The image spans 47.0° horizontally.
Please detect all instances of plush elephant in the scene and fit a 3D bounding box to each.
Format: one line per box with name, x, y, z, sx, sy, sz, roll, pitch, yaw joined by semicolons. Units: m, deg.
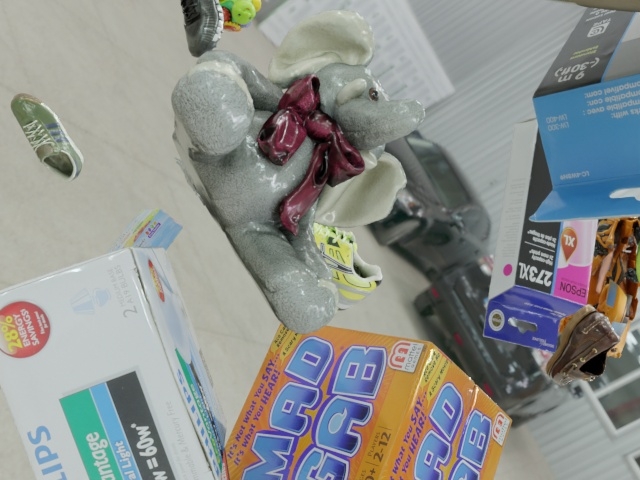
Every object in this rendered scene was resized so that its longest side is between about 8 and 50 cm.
plush elephant;-0.009;-0.103;0.786;0.272;0.255;0.330;65;-12;-20

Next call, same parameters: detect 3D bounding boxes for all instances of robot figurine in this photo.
robot figurine;0.542;0.062;1.404;0.211;0.085;0.291;-134;-129;-74

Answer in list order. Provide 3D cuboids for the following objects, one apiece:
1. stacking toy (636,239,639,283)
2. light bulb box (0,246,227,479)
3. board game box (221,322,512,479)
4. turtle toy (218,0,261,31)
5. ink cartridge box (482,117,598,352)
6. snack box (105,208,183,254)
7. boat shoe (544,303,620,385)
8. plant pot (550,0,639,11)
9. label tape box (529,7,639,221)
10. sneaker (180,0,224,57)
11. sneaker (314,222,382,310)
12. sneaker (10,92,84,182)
stacking toy;0.486;0.035;0.784;0.280;0.309;0.130;60;28;-22
light bulb box;-0.308;0.205;1.131;0.361;0.225;0.358;-177;-113;-84
board game box;0.085;0.401;1.385;0.356;0.356;0.356;44;61;-41
turtle toy;-0.162;-0.431;1.385;0.095;0.066;0.130;8;-2;-30
ink cartridge box;0.382;-0.004;1.245;0.175;0.371;0.069;16;-8;-29
snack box;-0.392;0.019;1.566;0.070;0.174;0.207;40;-16;-19
boat shoe;0.393;0.177;1.107;0.073;0.073;0.207;48;-16;29
plant pot;0.238;-0.344;0.722;0.274;0.256;0.256;14;-29;50
label tape box;0.381;-0.178;0.805;0.115;0.249;0.348;54;56;-25
sneaker;-0.225;-0.436;1.301;0.106;0.078;0.234;25;61;-48
sneaker;0.000;0.000;1.747;0.385;0.147;0.145;46;28;-29
sneaker;-0.536;-0.195;1.445;0.192;0.064;0.086;57;13;-36
